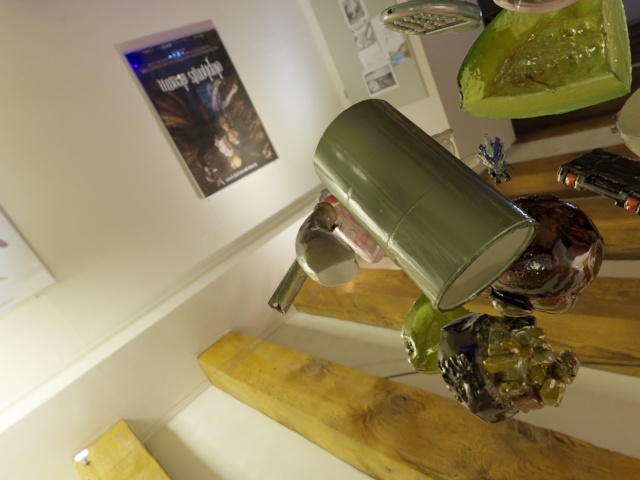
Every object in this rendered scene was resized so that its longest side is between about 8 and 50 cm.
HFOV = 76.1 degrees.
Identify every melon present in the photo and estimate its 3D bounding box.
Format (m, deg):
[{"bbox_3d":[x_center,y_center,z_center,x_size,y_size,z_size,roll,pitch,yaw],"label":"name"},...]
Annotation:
[{"bbox_3d":[0.509,-0.427,0.978,0.343,0.331,0.226,-1,-134,46],"label":"melon"}]

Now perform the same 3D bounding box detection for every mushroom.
[{"bbox_3d":[0.000,0.000,0.874,0.118,0.103,0.270,-18,-147,-1],"label":"mushroom"}]

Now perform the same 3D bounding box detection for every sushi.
[{"bbox_3d":[0.562,0.357,1.247,0.327,0.329,0.285,-14,159,-37],"label":"sushi"}]

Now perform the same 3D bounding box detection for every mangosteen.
[{"bbox_3d":[0.344,0.024,0.668,0.209,0.210,0.210,-23,-162,8],"label":"mangosteen"}]

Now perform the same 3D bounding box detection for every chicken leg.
[{"bbox_3d":[0.931,0.502,1.565,0.088,0.228,0.103,14,-128,27],"label":"chicken leg"}]

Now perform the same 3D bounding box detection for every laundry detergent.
[{"bbox_3d":[0.112,-0.070,1.463,0.087,0.335,0.159,-3,131,-49],"label":"laundry detergent"}]

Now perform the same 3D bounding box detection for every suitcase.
[{"bbox_3d":[0.897,-0.182,1.226,0.206,0.066,0.285,-24,-139,-20],"label":"suitcase"}]

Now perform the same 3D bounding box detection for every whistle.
[{"bbox_3d":[-0.055,0.075,1.240,0.326,0.068,0.057,-59,-174,5],"label":"whistle"}]

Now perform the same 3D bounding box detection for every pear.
[{"bbox_3d":[0.492,0.417,1.701,0.318,0.342,0.238,-40,-160,-7],"label":"pear"}]

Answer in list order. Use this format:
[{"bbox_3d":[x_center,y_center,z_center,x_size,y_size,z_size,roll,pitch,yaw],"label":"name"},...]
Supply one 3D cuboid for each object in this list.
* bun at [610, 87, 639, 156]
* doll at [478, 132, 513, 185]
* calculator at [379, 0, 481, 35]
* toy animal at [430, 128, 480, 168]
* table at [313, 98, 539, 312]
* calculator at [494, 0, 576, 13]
[{"bbox_3d":[0.662,-0.198,0.669,0.263,0.175,0.263,-43,-164,15],"label":"bun"},{"bbox_3d":[0.625,-0.296,1.470,0.096,0.195,0.070,-23,167,35],"label":"doll"},{"bbox_3d":[0.270,-0.528,0.974,0.298,0.041,0.185,-15,-162,-35],"label":"calculator"},{"bbox_3d":[0.305,-0.112,0.911,0.138,0.282,0.141,-32,-155,52],"label":"toy animal"},{"bbox_3d":[0.102,-0.044,0.445,0.126,0.126,0.220,-30,-121,-14],"label":"table"},{"bbox_3d":[0.266,-0.346,0.496,0.100,0.032,0.175,9,-111,16],"label":"calculator"}]
